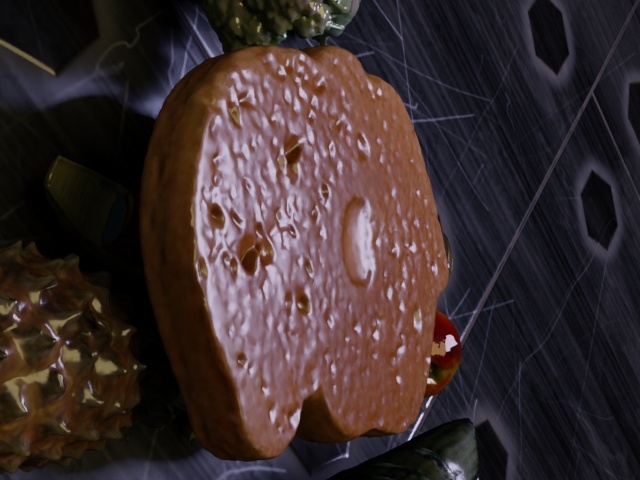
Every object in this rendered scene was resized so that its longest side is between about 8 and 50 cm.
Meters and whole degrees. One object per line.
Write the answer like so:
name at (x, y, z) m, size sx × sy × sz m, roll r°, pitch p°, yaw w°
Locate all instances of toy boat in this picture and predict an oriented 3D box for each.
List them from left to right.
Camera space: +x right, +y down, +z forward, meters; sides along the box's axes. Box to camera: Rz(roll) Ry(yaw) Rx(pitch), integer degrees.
toy boat at (-0.169, -0.014, 0.917) m, size 0.172 × 0.066 × 0.065 m, roll 37°, pitch 59°, yaw -39°

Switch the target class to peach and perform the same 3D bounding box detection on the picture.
peach at (0.108, 0.122, 1.207) m, size 0.101 × 0.101 × 0.100 m, roll 13°, pitch 73°, yaw -49°

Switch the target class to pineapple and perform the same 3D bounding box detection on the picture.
pineapple at (-0.176, 0.098, 0.833) m, size 0.361 × 0.175 × 0.175 m, roll 23°, pitch 65°, yaw -60°

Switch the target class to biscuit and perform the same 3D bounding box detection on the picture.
biscuit at (-0.001, 0.000, 0.930) m, size 0.455 × 0.078 × 0.349 m, roll 10°, pitch 78°, yaw -60°

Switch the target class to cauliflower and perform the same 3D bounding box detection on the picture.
cauliflower at (-0.026, -0.275, 1.053) m, size 0.239 × 0.256 × 0.315 m, roll -47°, pitch 150°, yaw 6°

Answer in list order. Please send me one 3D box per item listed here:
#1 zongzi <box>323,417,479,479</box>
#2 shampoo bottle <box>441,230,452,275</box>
zongzi at (0.067, 0.331, 0.915) m, size 0.383 × 0.362 × 0.319 m, roll 12°, pitch 92°, yaw -51°
shampoo bottle at (0.018, 0.008, 1.118) m, size 0.350 × 0.084 × 0.125 m, roll 10°, pitch 59°, yaw -50°
